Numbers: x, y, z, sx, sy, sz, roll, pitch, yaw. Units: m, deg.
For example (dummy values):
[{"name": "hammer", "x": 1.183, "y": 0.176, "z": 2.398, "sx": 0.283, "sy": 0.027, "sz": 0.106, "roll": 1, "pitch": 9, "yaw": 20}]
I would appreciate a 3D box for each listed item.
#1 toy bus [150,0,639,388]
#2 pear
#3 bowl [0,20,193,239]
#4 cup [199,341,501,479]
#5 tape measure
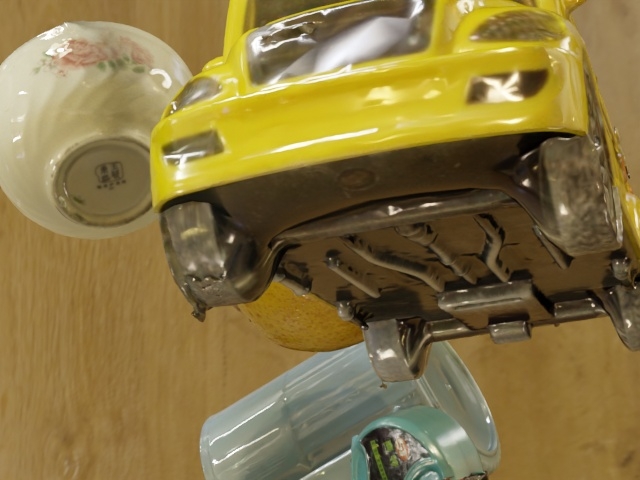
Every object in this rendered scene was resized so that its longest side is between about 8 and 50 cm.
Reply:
[{"name": "toy bus", "x": 0.053, "y": -0.035, "z": 0.539, "sx": 0.144, "sy": 0.330, "sz": 0.152, "roll": -9, "pitch": 75, "yaw": 16}, {"name": "pear", "x": 0.000, "y": 0.000, "z": 1.210, "sx": 0.209, "sy": 0.209, "sz": 0.209, "roll": 4, "pitch": 72, "yaw": -13}, {"name": "bowl", "x": -0.265, "y": -0.108, "z": 1.605, "sx": 0.277, "sy": 0.277, "sz": 0.145, "roll": -5, "pitch": 40, "yaw": -16}, {"name": "cup", "x": 0.028, "y": 0.252, "z": 1.704, "sx": 0.311, "sy": 0.331, "sz": 0.256, "roll": -34, "pitch": 61, "yaw": 16}, {"name": "tape measure", "x": 0.086, "y": 0.220, "z": 1.246, "sx": 0.081, "sy": 0.146, "sz": 0.125, "roll": -12, "pitch": 80, "yaw": -47}]
